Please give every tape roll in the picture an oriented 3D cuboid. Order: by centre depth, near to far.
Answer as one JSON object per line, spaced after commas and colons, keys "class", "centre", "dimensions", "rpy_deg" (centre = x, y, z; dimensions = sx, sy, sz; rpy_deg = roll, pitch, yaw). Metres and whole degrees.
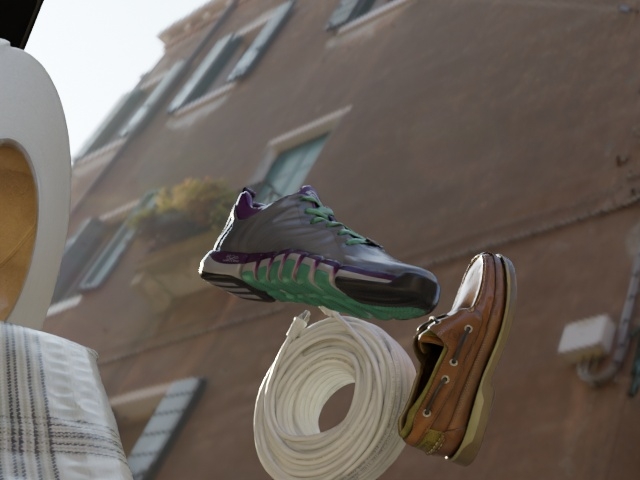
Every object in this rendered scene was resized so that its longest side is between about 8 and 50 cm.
{"class": "tape roll", "centre": [-0.353, -0.004, 1.084], "dimensions": [0.072, 0.392, 0.392], "rpy_deg": [11, -43, 9]}

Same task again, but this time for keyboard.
{"class": "keyboard", "centre": [-0.377, -0.206, 1.267], "dimensions": [0.100, 0.192, 0.038], "rpy_deg": [19, -7, 21]}

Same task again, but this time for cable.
{"class": "cable", "centre": [0.017, 0.234, 1.564], "dimensions": [0.089, 0.257, 0.257], "rpy_deg": [38, -7, -41]}

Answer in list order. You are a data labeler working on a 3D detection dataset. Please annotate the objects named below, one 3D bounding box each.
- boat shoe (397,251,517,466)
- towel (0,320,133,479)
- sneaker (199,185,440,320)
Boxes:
{"class": "boat shoe", "centre": [0.179, 0.135, 1.449], "dimensions": [0.104, 0.307, 0.111], "rpy_deg": [21, -34, -6]}
{"class": "towel", "centre": [-0.263, 0.092, 0.625], "dimensions": [0.312, 0.324, 0.056], "rpy_deg": [18, -77, -20]}
{"class": "sneaker", "centre": [0.000, 0.000, 0.862], "dimensions": [0.223, 0.098, 0.083], "rpy_deg": [6, -18, 38]}
